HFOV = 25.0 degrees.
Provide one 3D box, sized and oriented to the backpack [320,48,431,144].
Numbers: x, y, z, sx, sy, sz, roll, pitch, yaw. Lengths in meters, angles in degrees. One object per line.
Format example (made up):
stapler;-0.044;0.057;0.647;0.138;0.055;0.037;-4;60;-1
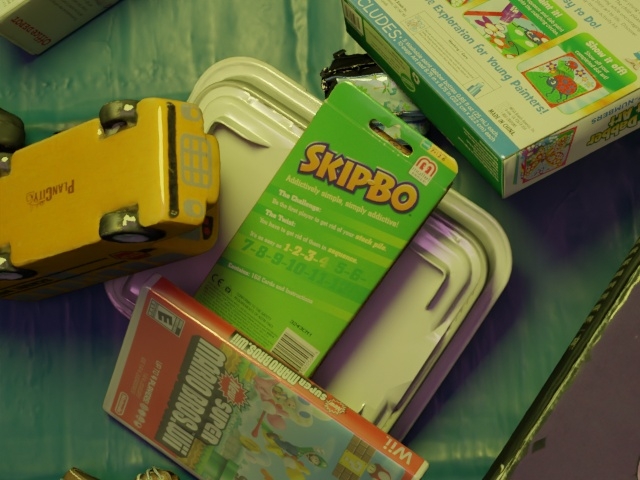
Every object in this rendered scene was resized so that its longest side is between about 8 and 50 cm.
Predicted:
backpack;0.066;-0.131;1.311;0.114;0.105;0.084;-6;107;11

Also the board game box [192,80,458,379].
board game box;0.000;0.000;1.210;0.124;0.039;0.259;37;114;5

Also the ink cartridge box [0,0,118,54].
ink cartridge box;-0.233;-0.260;1.345;0.175;0.127;0.072;-33;81;4

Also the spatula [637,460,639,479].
spatula;0.351;0.101;0.999;0.296;0.030;0.084;-39;79;5

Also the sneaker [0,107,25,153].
sneaker;-0.390;-0.196;1.376;0.281;0.106;0.162;21;86;9

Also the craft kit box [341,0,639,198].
craft kit box;0.185;-0.178;1.230;0.247;0.061;0.250;-28;53;-12

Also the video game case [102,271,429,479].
video game case;-0.058;0.171;1.274;0.285;0.204;0.025;34;48;8

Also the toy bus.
toy bus;-0.199;-0.026;1.234;0.333;0.130;0.108;-15;71;43

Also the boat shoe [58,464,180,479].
boat shoe;-0.152;0.245;1.337;0.183;0.066;0.066;25;85;-1

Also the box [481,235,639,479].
box;0.446;0.143;1.141;0.480;0.297;0.471;33;90;10

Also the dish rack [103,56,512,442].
dish rack;-0.028;0.029;1.284;0.333;0.072;0.285;34;110;7
